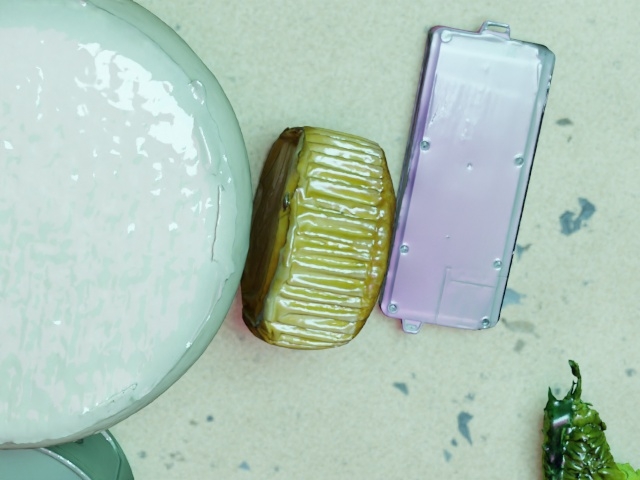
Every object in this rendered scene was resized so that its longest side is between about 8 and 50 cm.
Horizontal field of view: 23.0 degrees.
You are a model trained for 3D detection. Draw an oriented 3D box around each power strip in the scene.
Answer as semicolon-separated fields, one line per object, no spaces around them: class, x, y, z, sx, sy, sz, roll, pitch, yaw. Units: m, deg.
power strip;0.125;-0.052;1.363;0.109;0.037;0.279;9;102;-6

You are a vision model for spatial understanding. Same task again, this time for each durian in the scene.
durian;0.252;0.267;1.400;0.107;0.132;0.375;-1;109;10

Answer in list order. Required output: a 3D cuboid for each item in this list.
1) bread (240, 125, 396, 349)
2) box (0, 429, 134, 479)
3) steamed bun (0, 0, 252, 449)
bread;0.000;0.001;1.289;0.104;0.199;0.199;11;102;-10
box;-0.273;0.250;1.350;0.226;0.149;0.226;-1;103;-3
steamed bun;-0.241;-0.027;1.241;0.374;0.241;0.374;-1;97;-7
